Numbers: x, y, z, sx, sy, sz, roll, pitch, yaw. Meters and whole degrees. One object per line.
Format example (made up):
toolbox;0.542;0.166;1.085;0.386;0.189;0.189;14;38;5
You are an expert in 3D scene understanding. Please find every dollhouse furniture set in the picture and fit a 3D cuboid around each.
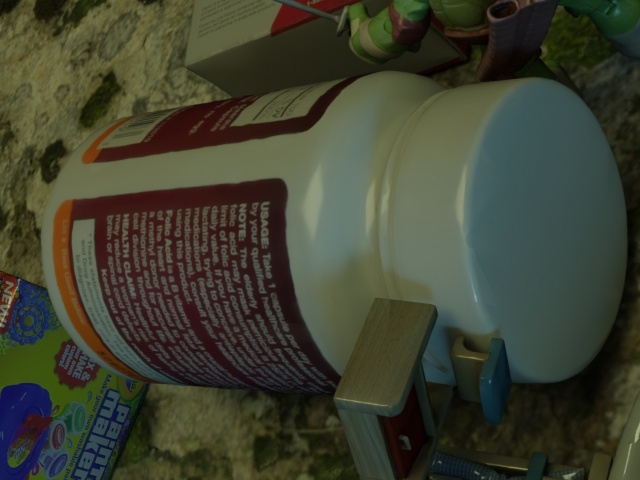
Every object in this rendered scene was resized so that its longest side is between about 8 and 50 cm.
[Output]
dollhouse furniture set;0.087;0.147;0.677;0.129;0.183;0.129;6;48;23

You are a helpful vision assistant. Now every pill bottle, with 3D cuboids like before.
pill bottle;0.000;0.000;0.857;0.392;0.224;0.224;-2;67;43

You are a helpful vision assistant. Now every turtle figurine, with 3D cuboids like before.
turtle figurine;0.107;-0.203;0.832;0.275;0.266;0.198;17;81;46

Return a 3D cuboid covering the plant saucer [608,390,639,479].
plant saucer;0.312;0.130;0.548;0.400;0.100;0.400;-41;32;33

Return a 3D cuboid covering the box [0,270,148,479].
box;-0.337;0.170;1.120;0.279;0.177;0.290;13;78;45

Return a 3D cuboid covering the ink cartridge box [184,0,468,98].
ink cartridge box;0.015;-0.284;1.062;0.226;0.131;0.306;-14;58;39
